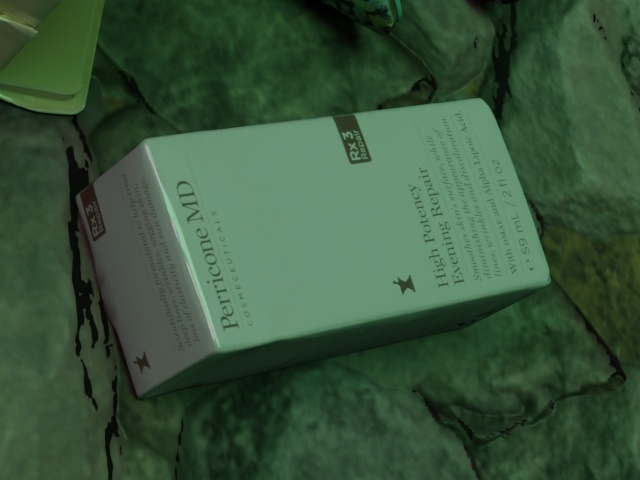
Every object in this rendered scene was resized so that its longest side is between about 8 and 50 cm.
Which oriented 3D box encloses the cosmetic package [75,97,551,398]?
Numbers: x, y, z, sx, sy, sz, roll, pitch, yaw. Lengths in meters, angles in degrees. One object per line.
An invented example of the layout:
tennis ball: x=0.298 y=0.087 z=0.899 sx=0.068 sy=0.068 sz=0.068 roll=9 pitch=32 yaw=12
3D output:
cosmetic package: x=0.000 y=0.000 z=1.006 sx=0.231 sy=0.085 sz=0.117 roll=-11 pitch=76 yaw=-39

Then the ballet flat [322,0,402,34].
ballet flat: x=-0.017 y=-0.196 z=1.106 sx=0.070 sy=0.070 sz=0.188 roll=-17 pitch=78 yaw=-39

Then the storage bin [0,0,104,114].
storage bin: x=-0.094 y=-0.226 z=0.924 sx=0.123 sy=0.262 sz=0.260 roll=21 pitch=59 yaw=-26

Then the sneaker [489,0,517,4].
sneaker: x=0.089 y=-0.234 z=1.196 sx=0.077 sy=0.072 sz=0.178 roll=-37 pitch=101 yaw=-52
